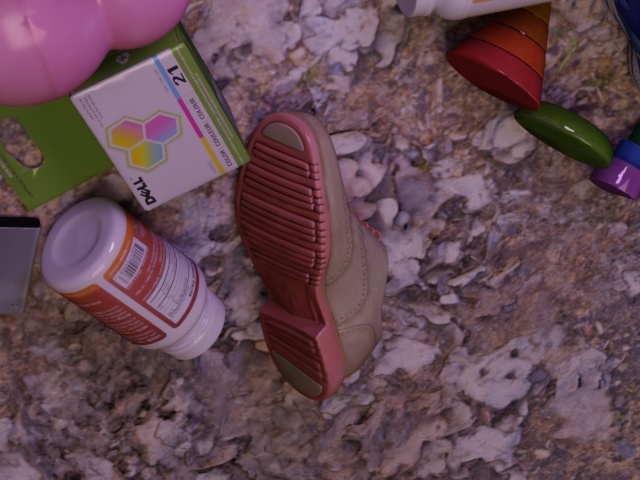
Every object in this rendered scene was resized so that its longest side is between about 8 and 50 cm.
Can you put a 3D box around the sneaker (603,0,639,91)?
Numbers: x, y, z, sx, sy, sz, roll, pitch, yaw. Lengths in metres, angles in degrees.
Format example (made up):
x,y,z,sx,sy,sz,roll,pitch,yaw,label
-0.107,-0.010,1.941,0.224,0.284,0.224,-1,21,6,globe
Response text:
x,y,z,sx,sy,sz,roll,pitch,yaw,label
0.416,-0.207,1.882,0.130,0.147,0.330,-34,134,12,sneaker

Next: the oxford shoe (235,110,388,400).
x,y,z,sx,sy,sz,roll,pitch,yaw,label
0.000,0.000,1.961,0.146,0.140,0.397,-35,138,-33,oxford shoe

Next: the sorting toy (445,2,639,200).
x,y,z,sx,sy,sz,roll,pitch,yaw,label
0.295,-0.176,1.922,0.365,0.127,0.126,33,84,-43,sorting toy

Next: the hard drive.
x,y,z,sx,sy,sz,roll,pitch,yaw,label
-0.376,0.028,1.892,0.094,0.022,0.135,1,131,-21,hard drive

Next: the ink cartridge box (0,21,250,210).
x,y,z,sx,sy,sz,roll,pitch,yaw,label
-0.231,-0.116,1.760,0.255,0.097,0.188,-26,135,3,ink cartridge box

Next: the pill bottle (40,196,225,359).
x,y,z,sx,sy,sz,roll,pitch,yaw,label
-0.210,0.051,1.906,0.121,0.121,0.216,-36,134,14,pill bottle

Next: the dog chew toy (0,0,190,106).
x,y,z,sx,sy,sz,roll,pitch,yaw,label
-0.215,-0.261,1.570,0.332,0.206,0.206,-25,136,-9,dog chew toy

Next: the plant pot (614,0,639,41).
x,y,z,sx,sy,sz,roll,pitch,yaw,label
0.387,-0.362,1.669,0.236,0.212,0.236,-17,135,-13,plant pot

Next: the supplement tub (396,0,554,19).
x,y,z,sx,sy,sz,roll,pitch,yaw,label
0.175,-0.306,1.699,0.200,0.144,0.144,-12,134,-10,supplement tub
